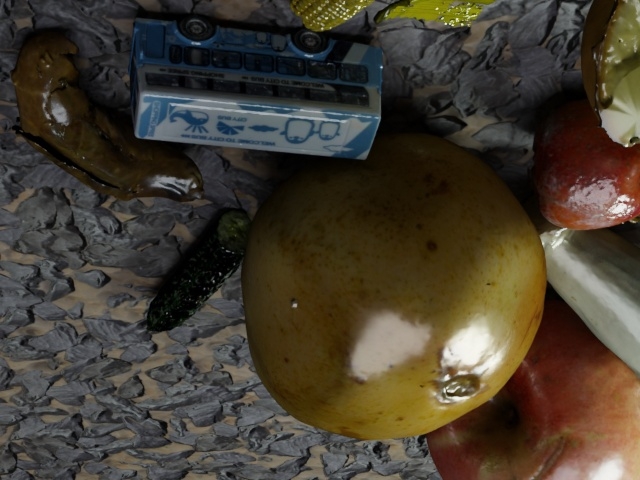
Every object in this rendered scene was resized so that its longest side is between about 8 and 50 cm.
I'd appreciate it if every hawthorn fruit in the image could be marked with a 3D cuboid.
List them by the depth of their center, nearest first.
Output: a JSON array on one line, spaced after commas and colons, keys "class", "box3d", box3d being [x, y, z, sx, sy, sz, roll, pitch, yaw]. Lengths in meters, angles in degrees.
[{"class": "hawthorn fruit", "box3d": [0.351, -0.094, 1.783, 0.173, 0.173, 0.173, -1, 146, -1]}]

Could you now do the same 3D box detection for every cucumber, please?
[{"class": "cucumber", "box3d": [-0.183, 0.057, 2.069, 0.072, 0.072, 0.300, 16, 142, -25]}]

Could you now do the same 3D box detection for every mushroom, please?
[{"class": "mushroom", "box3d": [0.431, 0.074, 1.980, 0.407, 0.137, 0.154, 44, 86, -21]}]

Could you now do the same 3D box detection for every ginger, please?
[{"class": "ginger", "box3d": [-0.280, -0.132, 1.751, 0.133, 0.107, 0.309, -37, 137, 8]}]

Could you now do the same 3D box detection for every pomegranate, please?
[{"class": "pomegranate", "box3d": [0.078, 0.052, 1.811, 0.417, 0.416, 0.416, -1, 146, -1]}]

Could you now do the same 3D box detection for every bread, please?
[{"class": "bread", "box3d": [0.390, -0.231, 1.583, 0.204, 0.162, 0.262, 12, 102, -17]}]

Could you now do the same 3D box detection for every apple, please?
[{"class": "apple", "box3d": [0.350, 0.272, 2.164, 0.364, 0.364, 0.364, -1, 146, -1]}]

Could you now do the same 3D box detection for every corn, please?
[{"class": "corn", "box3d": [0.056, -0.305, 1.526, 0.080, 0.080, 0.238, 23, 138, -33]}]

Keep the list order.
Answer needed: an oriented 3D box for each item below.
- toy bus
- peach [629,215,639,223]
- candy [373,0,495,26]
[{"class": "toy bus", "box3d": [-0.077, -0.179, 1.660, 0.297, 0.131, 0.106, 4, 145, -11]}, {"class": "peach", "box3d": [0.436, -0.067, 1.917, 0.098, 0.061, 0.098, -7, 156, -3]}, {"class": "candy", "box3d": [0.201, -0.316, 1.475, 0.297, 0.081, 0.187, -35, 162, 37]}]
